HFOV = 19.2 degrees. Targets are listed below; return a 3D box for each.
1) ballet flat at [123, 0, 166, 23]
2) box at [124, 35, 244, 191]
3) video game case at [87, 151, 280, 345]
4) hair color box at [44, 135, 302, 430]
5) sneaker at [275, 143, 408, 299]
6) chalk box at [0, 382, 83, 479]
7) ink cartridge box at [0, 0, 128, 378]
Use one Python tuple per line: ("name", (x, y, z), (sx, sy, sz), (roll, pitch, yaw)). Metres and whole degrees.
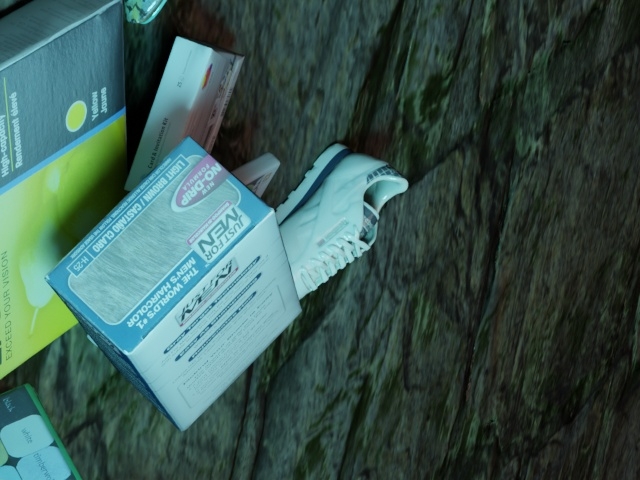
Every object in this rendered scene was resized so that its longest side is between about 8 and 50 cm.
("ballet flat", (-0.137, -0.281, 1.640), (0.188, 0.070, 0.070), (-64, 153, -10))
("box", (-0.123, -0.111, 1.734), (0.186, 0.038, 0.145), (-41, 151, -83))
("video game case", (-0.132, 0.008, 1.829), (0.190, 0.022, 0.173), (-32, 160, -48))
("hair color box", (-0.121, 0.048, 1.695), (0.174, 0.105, 0.347), (-46, 167, -10))
("sneaker", (0.000, 0.000, 2.053), (0.235, 0.094, 0.090), (-57, 153, -17))
("chalk box", (-0.282, 0.258, 1.584), (0.179, 0.180, 0.289), (-22, 134, -16))
("ink cartridge box", (-0.275, -0.023, 1.566), (0.307, 0.072, 0.304), (-42, 145, -45))
